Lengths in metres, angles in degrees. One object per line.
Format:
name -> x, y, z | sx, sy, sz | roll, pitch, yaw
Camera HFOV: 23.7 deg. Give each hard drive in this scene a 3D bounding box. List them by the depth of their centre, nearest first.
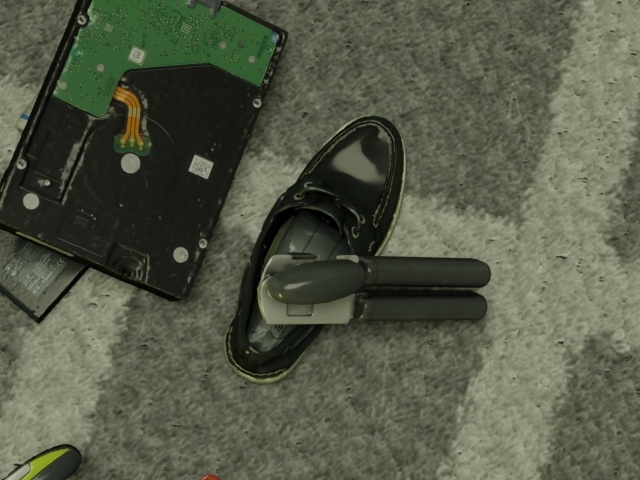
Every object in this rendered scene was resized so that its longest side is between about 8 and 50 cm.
hard drive -> -0.201, -0.129, 1.712 | 0.237, 0.064, 0.338 | 24, 78, -18
hard drive -> -0.340, 0.016, 1.739 | 0.135, 0.022, 0.094 | 39, 80, 9

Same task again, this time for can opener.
can opener -> 0.068, 0.056, 1.631 | 0.283, 0.095, 0.076 | 1, 100, -27

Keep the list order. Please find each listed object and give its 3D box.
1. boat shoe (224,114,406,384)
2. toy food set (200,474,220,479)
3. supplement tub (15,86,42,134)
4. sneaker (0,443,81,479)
boat shoe -> -0.004, -0.002, 1.695 | 0.127, 0.113, 0.340 | 33, 79, 7
toy food set -> -0.121, 0.300, 1.672 | 0.083, 0.020, 0.082 | 23, 78, 6
supplement tub -> -0.293, -0.153, 1.754 | 0.071, 0.071, 0.107 | 33, 78, 8
sneaker -> -0.339, 0.352, 1.630 | 0.121, 0.111, 0.300 | 34, 85, -2
